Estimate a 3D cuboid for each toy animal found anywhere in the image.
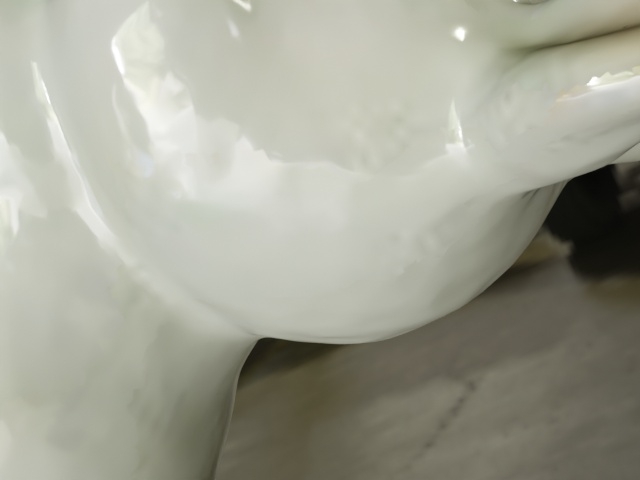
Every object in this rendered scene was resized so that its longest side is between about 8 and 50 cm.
[{"bbox_3d":[-0.007,-0.008,0.613,0.367,0.241,0.196,-30,-7,19],"label":"toy animal"}]
